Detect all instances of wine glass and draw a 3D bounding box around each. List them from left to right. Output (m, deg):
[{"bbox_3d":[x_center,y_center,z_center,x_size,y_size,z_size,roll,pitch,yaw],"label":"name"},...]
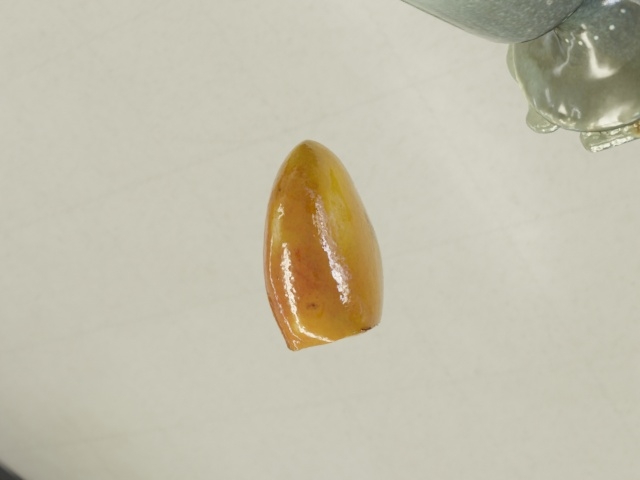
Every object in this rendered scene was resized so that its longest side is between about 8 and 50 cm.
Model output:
[{"bbox_3d":[0.028,-0.075,0.304,0.072,0.072,0.155,-13,155,41],"label":"wine glass"}]

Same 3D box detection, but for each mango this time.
[{"bbox_3d":[0.000,0.000,1.724,0.138,0.187,0.257,-6,102,41],"label":"mango"}]
